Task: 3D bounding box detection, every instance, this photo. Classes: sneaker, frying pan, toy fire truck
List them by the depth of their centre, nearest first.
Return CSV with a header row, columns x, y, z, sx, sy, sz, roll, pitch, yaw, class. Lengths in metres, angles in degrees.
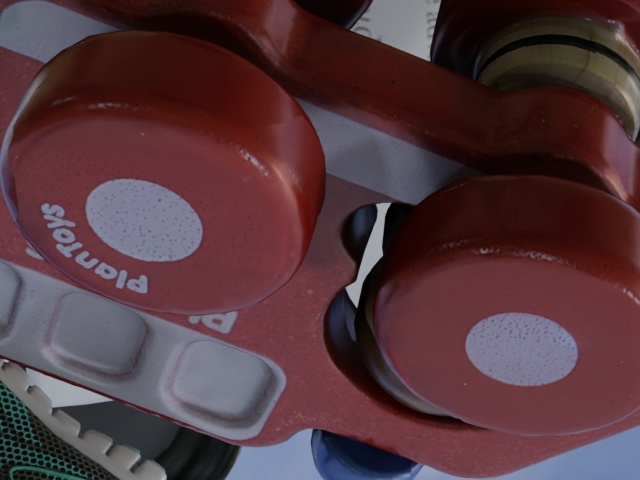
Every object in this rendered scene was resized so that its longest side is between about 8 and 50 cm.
x,y,z,sx,sy,sz,roll,pitch,yaw,class
0.000,0.000,0.613,0.302,0.254,0.169,21,-130,-8,toy fire truck
-0.139,0.097,0.680,0.166,0.065,0.076,29,-150,0,sneaker
-0.111,0.171,1.208,0.197,0.326,0.053,-41,-153,-16,frying pan

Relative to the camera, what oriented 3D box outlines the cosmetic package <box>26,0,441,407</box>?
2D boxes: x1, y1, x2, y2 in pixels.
x,y,z,sx,sy,sz,roll,pitch,yaw,class
0.007,-0.146,0.921,0.394,0.329,0.327,-6,-149,-5,cosmetic package
